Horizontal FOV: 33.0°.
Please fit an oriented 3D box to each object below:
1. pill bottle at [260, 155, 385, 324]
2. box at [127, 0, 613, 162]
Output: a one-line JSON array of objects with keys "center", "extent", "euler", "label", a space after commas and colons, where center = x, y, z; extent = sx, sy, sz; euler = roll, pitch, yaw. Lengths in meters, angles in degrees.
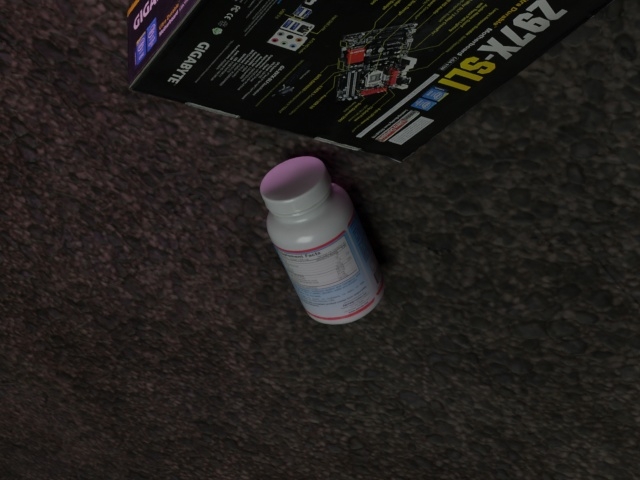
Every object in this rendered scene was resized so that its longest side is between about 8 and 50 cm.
[{"center": [0.000, 0.000, 1.052], "extent": [0.087, 0.087, 0.160], "euler": [-1, 132, 28], "label": "pill bottle"}, {"center": [0.045, -0.182, 0.755], "extent": [0.257, 0.079, 0.322], "euler": [10, 151, -31], "label": "box"}]
